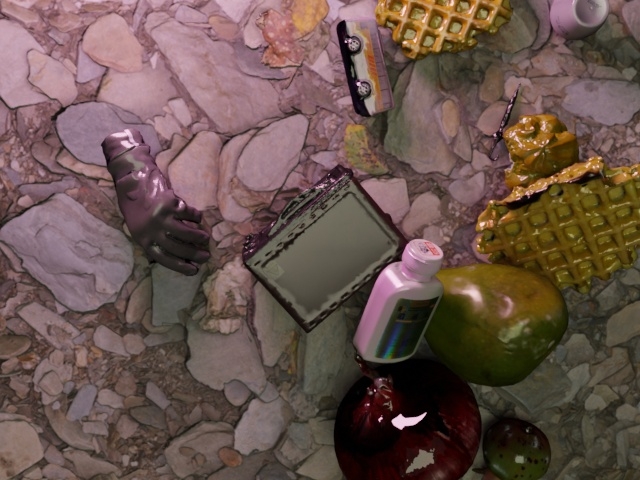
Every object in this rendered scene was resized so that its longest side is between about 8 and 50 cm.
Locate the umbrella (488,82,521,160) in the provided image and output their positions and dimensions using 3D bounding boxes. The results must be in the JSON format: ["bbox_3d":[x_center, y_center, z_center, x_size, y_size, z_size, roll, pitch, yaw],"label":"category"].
[{"bbox_3d":[0.333,-0.217,1.345,0.022,0.022,0.148,17,91,19],"label":"umbrella"}]

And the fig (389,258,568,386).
[{"bbox_3d":[0.286,0.119,1.316,0.233,0.314,0.233,-16,128,-21],"label":"fig"}]

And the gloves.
[{"bbox_3d":[-0.298,-0.058,1.310,0.142,0.119,0.285,-27,104,34],"label":"gloves"}]

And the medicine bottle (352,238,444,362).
[{"bbox_3d":[0.138,0.102,1.227,0.115,0.078,0.219,0,126,-29],"label":"medicine bottle"}]

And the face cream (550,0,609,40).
[{"bbox_3d":[0.450,-0.395,1.280,0.091,0.095,0.091,0,100,-2],"label":"face cream"}]

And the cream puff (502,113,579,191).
[{"bbox_3d":[0.385,-0.147,1.297,0.121,0.156,0.156,13,100,27],"label":"cream puff"}]

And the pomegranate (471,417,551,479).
[{"bbox_3d":[0.362,0.406,1.402,0.129,0.159,0.129,7,55,-10],"label":"pomegranate"}]

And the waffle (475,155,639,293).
[{"bbox_3d":[0.441,-0.025,1.291,0.307,0.060,0.312,23,127,-18],"label":"waffle"}]

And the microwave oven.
[{"bbox_3d":[0.001,0.001,1.284,0.247,0.178,0.188,-42,98,4],"label":"microwave oven"}]

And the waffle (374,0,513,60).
[{"bbox_3d":[0.209,-0.445,1.288,0.254,0.052,0.245,-23,98,2],"label":"waffle"}]

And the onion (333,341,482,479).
[{"bbox_3d":[0.137,0.311,1.294,0.273,0.273,0.285,-29,120,3],"label":"onion"}]

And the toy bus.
[{"bbox_3d":[0.081,-0.306,1.302,0.072,0.057,0.172,-15,100,-6],"label":"toy bus"}]
